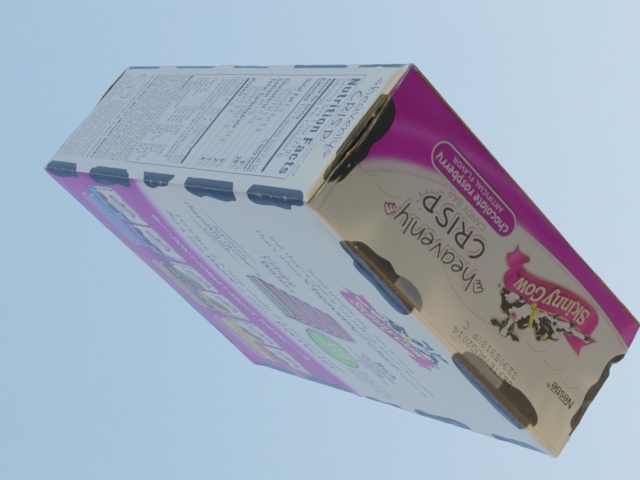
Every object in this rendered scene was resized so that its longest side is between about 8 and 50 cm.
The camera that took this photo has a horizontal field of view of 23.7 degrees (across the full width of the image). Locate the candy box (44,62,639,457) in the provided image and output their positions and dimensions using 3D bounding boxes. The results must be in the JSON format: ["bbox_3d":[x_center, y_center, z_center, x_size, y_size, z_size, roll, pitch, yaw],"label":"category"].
[{"bbox_3d":[0.000,0.000,0.655,0.159,0.233,0.071,45,-108,-29],"label":"candy box"}]
